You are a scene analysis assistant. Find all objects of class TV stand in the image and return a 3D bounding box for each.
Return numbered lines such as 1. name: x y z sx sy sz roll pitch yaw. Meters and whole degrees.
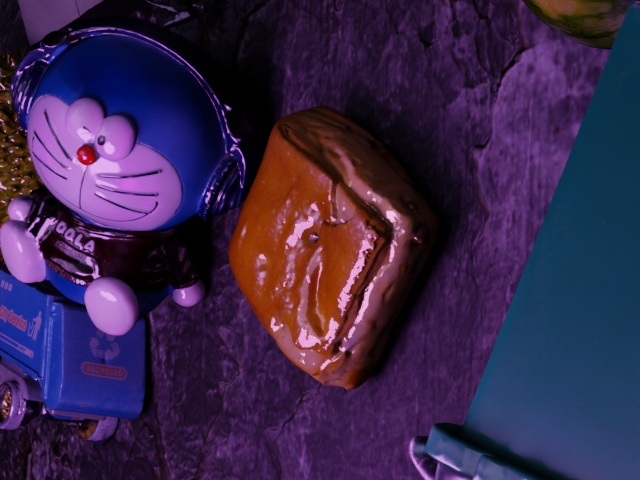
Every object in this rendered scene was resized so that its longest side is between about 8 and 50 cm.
1. TV stand: -0.266 -0.312 1.997 0.269 0.088 0.083 -20 84 53

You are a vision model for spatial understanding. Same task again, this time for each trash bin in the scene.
1. trash bin: 0.252 0.047 1.074 0.295 0.259 0.381 21 96 55

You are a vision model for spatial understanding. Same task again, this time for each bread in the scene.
1. bread: 0.000 0.000 1.562 0.235 0.099 0.210 53 128 45

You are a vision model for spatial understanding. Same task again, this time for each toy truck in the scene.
1. toy truck: -0.343 0.134 2.006 0.367 0.146 0.175 19 94 53

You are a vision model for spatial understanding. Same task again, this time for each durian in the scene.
1. durian: -0.396 -0.095 2.066 0.291 0.224 0.291 -38 23 19

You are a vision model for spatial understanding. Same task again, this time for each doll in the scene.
1. doll: -0.207 -0.086 1.772 0.284 0.240 0.310 21 123 14

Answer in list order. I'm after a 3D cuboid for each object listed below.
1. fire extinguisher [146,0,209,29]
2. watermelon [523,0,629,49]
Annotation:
1. fire extinguisher: -0.148 -0.344 1.846 0.099 0.071 0.231 12 95 22
2. watermelon: 0.204 -0.266 1.287 0.204 0.127 0.232 -52 40 42
